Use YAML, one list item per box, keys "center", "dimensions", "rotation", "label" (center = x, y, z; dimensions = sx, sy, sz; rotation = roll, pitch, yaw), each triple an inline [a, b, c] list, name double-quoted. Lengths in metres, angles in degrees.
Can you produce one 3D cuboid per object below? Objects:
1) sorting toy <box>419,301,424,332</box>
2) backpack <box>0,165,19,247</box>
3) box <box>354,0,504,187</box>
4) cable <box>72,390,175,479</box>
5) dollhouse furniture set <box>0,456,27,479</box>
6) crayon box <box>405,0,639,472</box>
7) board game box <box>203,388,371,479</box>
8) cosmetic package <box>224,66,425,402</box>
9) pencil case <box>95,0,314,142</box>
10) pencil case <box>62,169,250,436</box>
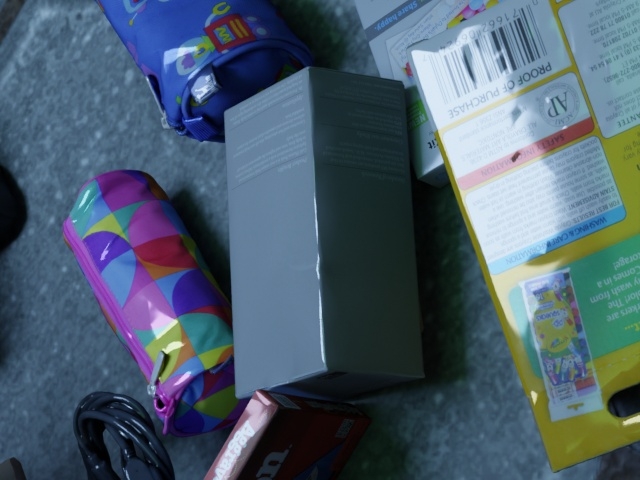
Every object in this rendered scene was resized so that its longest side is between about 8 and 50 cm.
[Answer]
- center: [0.050, 0.065, 1.435]
  dimensions: [0.062, 0.012, 0.083]
  rotation: [-20, 67, 30]
  label: "sorting toy"
- center: [-0.501, -0.054, 1.642]
  dimensions: [0.290, 0.355, 0.273]
  rotation: [-41, 57, 21]
  label: "backpack"
- center: [0.112, -0.155, 1.432]
  dimensions: [0.145, 0.038, 0.186]
  rotation: [-30, 64, 26]
  label: "box"
- center: [-0.146, 0.205, 1.474]
  dimensions: [0.184, 0.047, 0.150]
  rotation: [60, 158, 23]
  label: "cable"
- center: [-0.404, 0.196, 1.477]
  dimensions: [0.256, 0.362, 0.394]
  rotation: [-34, 44, 4]
  label: "dollhouse furniture set"
- center: [0.207, -0.025, 1.282]
  dimensions: [0.203, 0.083, 0.323]
  rotation: [-25, 75, 28]
  label: "crayon box"
- center: [-0.073, 0.242, 1.395]
  dimensions: [0.027, 0.145, 0.281]
  rotation: [35, 100, 30]
  label: "board game box"
- center: [0.000, 0.000, 1.411]
  dimensions: [0.127, 0.107, 0.238]
  rotation: [-19, 72, 52]
  label: "cosmetic package"
- center: [-0.129, -0.206, 1.562]
  dimensions: [0.133, 0.119, 0.306]
  rotation: [-35, 57, -2]
  label: "pencil case"
- center: [-0.130, 0.050, 1.509]
  dimensions: [0.104, 0.104, 0.236]
  rotation: [-45, 54, 18]
  label: "pencil case"
